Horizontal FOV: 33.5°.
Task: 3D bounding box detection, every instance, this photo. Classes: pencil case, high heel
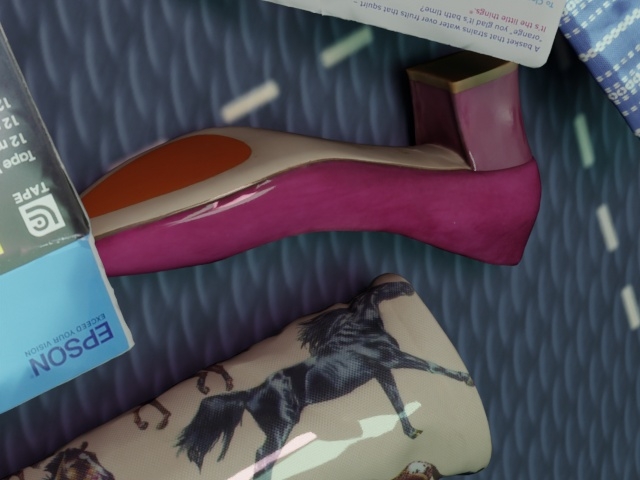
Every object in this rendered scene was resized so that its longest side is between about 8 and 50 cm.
[{"bbox_3d":[-0.066,0.178,0.747,0.410,0.160,0.184,-27,141,-18],"label":"pencil case"},{"bbox_3d":[0.000,0.000,0.753,0.377,0.127,0.181,-19,118,-17],"label":"high heel"}]

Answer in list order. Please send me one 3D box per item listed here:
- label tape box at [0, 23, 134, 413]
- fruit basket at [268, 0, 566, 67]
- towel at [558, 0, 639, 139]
[{"bbox_3d":[-0.284,-0.051,0.564,0.249,0.115,0.348,-26,105,-19],"label":"label tape box"},{"bbox_3d":[0.020,-0.299,0.589,0.326,0.165,0.353,14,127,3],"label":"fruit basket"},{"bbox_3d":[0.236,-0.239,0.716,0.243,0.040,0.336,-42,110,2],"label":"towel"}]
